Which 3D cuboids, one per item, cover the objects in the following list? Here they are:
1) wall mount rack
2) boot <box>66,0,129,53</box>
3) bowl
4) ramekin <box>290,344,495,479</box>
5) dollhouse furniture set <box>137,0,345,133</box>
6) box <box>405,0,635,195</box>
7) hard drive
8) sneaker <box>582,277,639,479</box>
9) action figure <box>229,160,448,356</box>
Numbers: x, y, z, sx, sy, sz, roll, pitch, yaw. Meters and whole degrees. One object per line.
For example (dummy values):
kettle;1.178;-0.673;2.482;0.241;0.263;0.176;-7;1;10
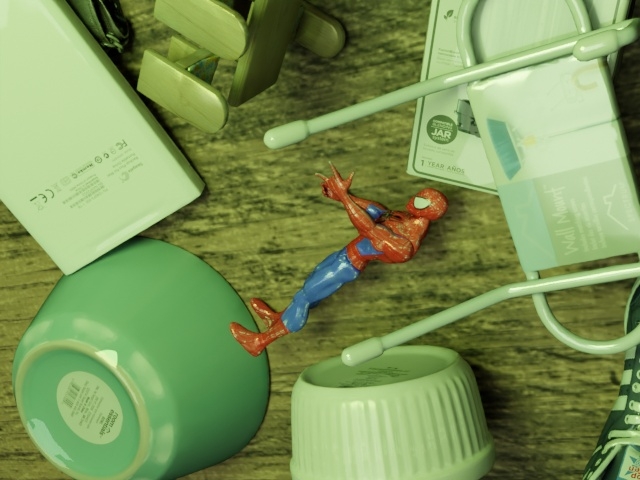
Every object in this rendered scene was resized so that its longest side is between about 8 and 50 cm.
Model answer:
wall mount rack;0.139;-0.037;0.818;0.304;0.130;0.350;-13;102;29
boot;-0.318;-0.208;1.100;0.229;0.091;0.263;-5;113;19
bowl;-0.234;0.166;1.150;0.311;0.163;0.311;9;112;23
ramekin;0.067;0.177;0.994;0.207;0.207;0.109;-5;97;26
dollhouse furniture set;-0.012;-0.216;0.854;0.161;0.212;0.242;33;130;13
box;0.185;-0.186;0.869;0.169;0.087;0.290;14;114;20
hard drive;-0.298;-0.127;1.078;0.203;0.040;0.307;-29;110;19
sneaker;0.305;0.151;0.896;0.099;0.153;0.282;16;114;19
action figure;0.000;0.000;1.019;0.280;0.091;0.139;-32;102;31
